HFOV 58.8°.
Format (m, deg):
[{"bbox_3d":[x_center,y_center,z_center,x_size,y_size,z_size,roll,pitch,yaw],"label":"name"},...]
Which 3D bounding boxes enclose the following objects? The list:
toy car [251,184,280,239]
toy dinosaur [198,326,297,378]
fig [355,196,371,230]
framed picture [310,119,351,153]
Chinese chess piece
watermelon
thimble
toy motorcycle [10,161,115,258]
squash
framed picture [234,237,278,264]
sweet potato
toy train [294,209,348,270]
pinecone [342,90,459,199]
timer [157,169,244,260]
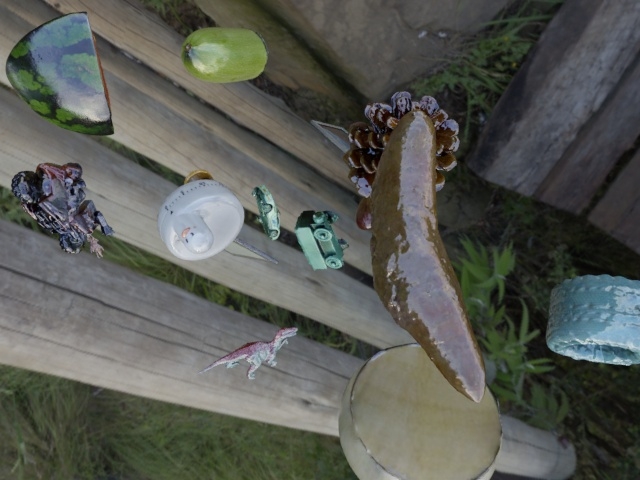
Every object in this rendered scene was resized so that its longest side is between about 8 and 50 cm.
[{"bbox_3d":[-0.150,-0.081,1.639,0.058,0.093,0.186,-26,140,-17],"label":"toy car"},{"bbox_3d":[-0.188,0.289,1.448,0.242,0.053,0.167,0,130,-27],"label":"toy dinosaur"},{"bbox_3d":[0.134,-0.089,1.528,0.088,0.089,0.125,-7,88,-28],"label":"fig"},{"bbox_3d":[0.097,-0.321,1.902,0.184,0.250,0.016,1,128,-51],"label":"framed picture"},{"bbox_3d":[0.156,0.289,0.898,0.257,0.257,0.104,-15,142,-23],"label":"Chinese chess piece"},{"bbox_3d":[-0.269,-0.195,0.634,0.125,0.094,0.135,31,125,-9],"label":"watermelon"},{"bbox_3d":[0.574,0.163,1.153,0.198,0.143,0.235,15,163,-8],"label":"thimble"},{"bbox_3d":[-0.696,-0.075,1.607,0.134,0.207,0.401,-1,137,22],"label":"toy motorcycle"},{"bbox_3d":[-0.242,-0.441,1.361,0.247,0.132,0.133,-35,149,-57],"label":"squash"},{"bbox_3d":[-0.322,0.005,1.914,0.265,0.347,0.016,32,77,-30],"label":"framed picture"},{"bbox_3d":[0.112,0.024,0.675,0.114,0.342,0.092,-13,176,34],"label":"sweet potato"},{"bbox_3d":[0.000,0.000,1.255,0.099,0.070,0.172,-2,138,20],"label":"toy train"},{"bbox_3d":[0.187,-0.203,1.238,0.264,0.264,0.264,-17,131,-21],"label":"pinecone"},{"bbox_3d":[-0.310,-0.041,1.511,0.233,0.240,0.234,-27,145,-21],"label":"timer"}]
